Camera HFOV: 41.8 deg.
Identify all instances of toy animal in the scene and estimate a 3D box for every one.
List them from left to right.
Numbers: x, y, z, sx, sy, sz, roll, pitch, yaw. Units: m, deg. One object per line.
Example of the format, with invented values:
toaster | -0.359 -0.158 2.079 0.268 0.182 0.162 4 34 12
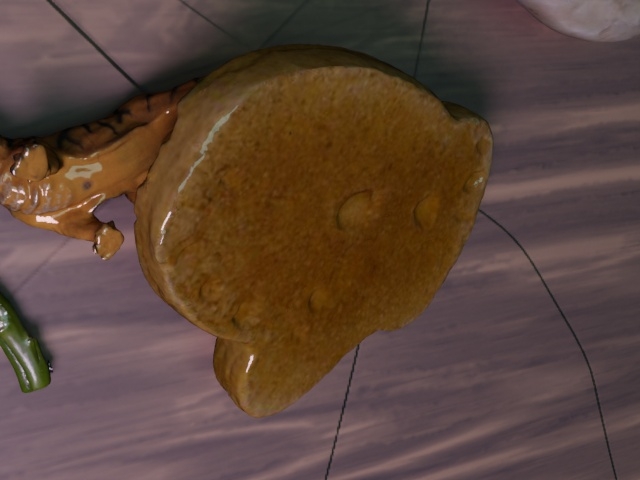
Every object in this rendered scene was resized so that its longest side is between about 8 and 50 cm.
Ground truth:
toy animal | -0.129 -0.072 0.602 0.255 0.116 0.114 -26 132 -28

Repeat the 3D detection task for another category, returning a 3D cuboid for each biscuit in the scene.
biscuit | -0.001 -0.001 0.648 0.344 0.057 0.287 4 112 -48

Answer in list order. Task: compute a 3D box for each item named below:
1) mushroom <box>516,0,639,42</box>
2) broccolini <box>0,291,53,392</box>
mushroom | 0.261 -0.277 0.674 0.243 0.243 0.243 -7 105 -27
broccolini | -0.300 0.046 0.555 0.123 0.062 0.271 -46 122 0
